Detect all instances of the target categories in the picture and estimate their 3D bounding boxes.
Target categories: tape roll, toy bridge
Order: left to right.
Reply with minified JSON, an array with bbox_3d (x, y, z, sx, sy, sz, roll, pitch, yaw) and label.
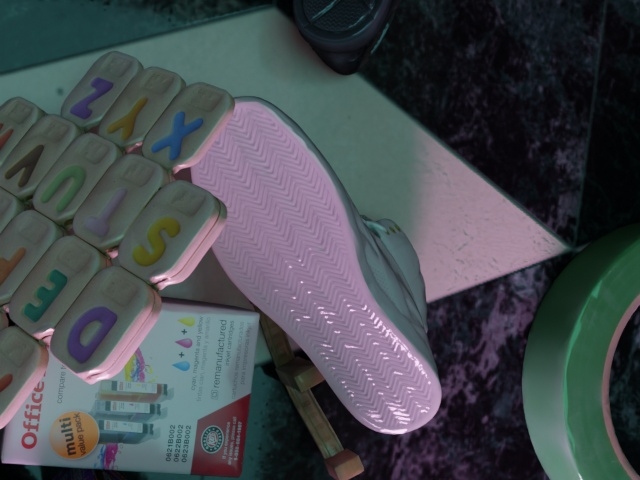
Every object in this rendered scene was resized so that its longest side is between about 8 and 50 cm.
[{"bbox_3d":[-0.019,0.114,0.809,0.026,0.063,0.188,-27,98,-16],"label":"toy bridge"},{"bbox_3d":[0.356,0.138,0.920,0.321,0.077,0.321,0,88,-18],"label":"tape roll"}]

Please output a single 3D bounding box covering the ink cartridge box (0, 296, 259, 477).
[{"bbox_3d":[-0.152,0.105,0.735,0.176,0.127,0.128,7,87,-16],"label":"ink cartridge box"}]

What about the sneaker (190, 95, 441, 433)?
[{"bbox_3d":[0.000,0.000,0.766,0.108,0.169,0.293,-26,110,14],"label":"sneaker"}]

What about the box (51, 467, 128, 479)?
[{"bbox_3d":[-0.085,0.287,0.715,0.293,0.201,0.057,46,78,-12],"label":"box"}]

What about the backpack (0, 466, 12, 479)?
[{"bbox_3d":[-0.317,0.270,0.658,0.253,0.191,0.225,-38,101,-9],"label":"backpack"}]

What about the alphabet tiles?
[{"bbox_3d":[-0.190,-0.015,0.664,0.278,0.284,0.021,-55,138,-10],"label":"alphabet tiles"}]

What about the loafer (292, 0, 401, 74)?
[{"bbox_3d":[0.055,-0.290,0.841,0.109,0.095,0.303,18,78,14],"label":"loafer"}]
